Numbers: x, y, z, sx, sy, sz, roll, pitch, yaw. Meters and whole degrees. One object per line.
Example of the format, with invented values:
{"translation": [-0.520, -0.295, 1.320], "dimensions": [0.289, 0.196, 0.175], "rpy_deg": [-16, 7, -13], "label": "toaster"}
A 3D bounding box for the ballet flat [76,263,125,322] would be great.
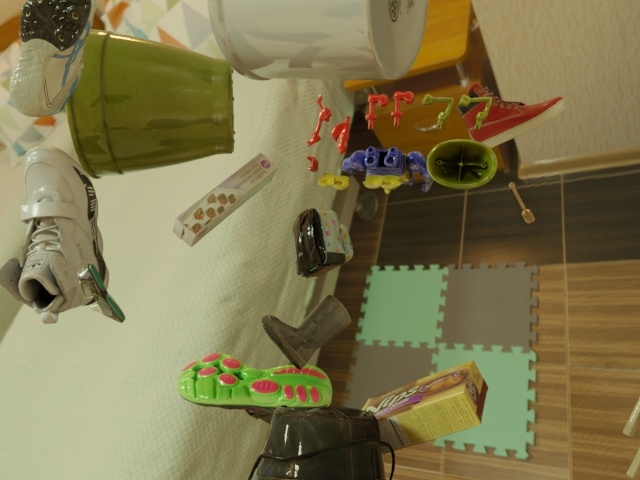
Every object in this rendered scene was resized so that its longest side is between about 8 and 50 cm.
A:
{"translation": [-0.372, 0.094, 0.825], "dimensions": [0.041, 0.114, 0.041], "rpy_deg": [-27, 9, 5], "label": "ballet flat"}

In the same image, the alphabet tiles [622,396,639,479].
{"translation": [0.564, 0.199, 0.713], "dimensions": [0.011, 0.285, 0.342], "rpy_deg": [30, 98, 61], "label": "alphabet tiles"}

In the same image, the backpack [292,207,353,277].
{"translation": [0.000, 0.000, 1.445], "dimensions": [0.166, 0.145, 0.188], "rpy_deg": [-34, 67, 49], "label": "backpack"}

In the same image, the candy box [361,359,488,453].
{"translation": [0.141, 0.244, 0.709], "dimensions": [0.187, 0.109, 0.053], "rpy_deg": [-28, 88, 26], "label": "candy box"}

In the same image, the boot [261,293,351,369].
{"translation": [-0.034, 0.215, 1.321], "dimensions": [0.208, 0.189, 0.076], "rpy_deg": [-42, 16, -25], "label": "boot"}

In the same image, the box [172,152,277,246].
{"translation": [-0.232, -0.108, 1.234], "dimensions": [0.324, 0.063, 0.067], "rpy_deg": [-47, -3, -38], "label": "box"}

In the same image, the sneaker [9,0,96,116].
{"translation": [-0.369, -0.268, 0.692], "dimensions": [0.237, 0.085, 0.086], "rpy_deg": [-39, 8, 37], "label": "sneaker"}

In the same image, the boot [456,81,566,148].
{"translation": [0.478, -0.349, 1.259], "dimensions": [0.244, 0.176, 0.088], "rpy_deg": [-22, 4, 39], "label": "boot"}

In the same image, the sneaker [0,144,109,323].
{"translation": [-0.555, -0.011, 1.015], "dimensions": [0.138, 0.365, 0.210], "rpy_deg": [-8, 14, 2], "label": "sneaker"}

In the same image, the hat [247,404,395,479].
{"translation": [-0.009, 0.284, 0.650], "dimensions": [0.332, 0.331, 0.133], "rpy_deg": [-17, 63, 23], "label": "hat"}

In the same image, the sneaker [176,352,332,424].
{"translation": [-0.208, 0.473, 1.487], "dimensions": [0.484, 0.202, 0.185], "rpy_deg": [6, 36, 11], "label": "sneaker"}

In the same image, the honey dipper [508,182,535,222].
{"translation": [0.631, -0.121, 1.550], "dimensions": [0.031, 0.160, 0.030], "rpy_deg": [-30, 26, 17], "label": "honey dipper"}

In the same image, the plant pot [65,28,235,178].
{"translation": [-0.396, -0.337, 1.244], "dimensions": [0.354, 0.366, 0.366], "rpy_deg": [-1, 50, -9], "label": "plant pot"}

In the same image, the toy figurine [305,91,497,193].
{"translation": [0.171, -0.185, 1.038], "dimensions": [0.363, 0.217, 0.191], "rpy_deg": [1, 87, 13], "label": "toy figurine"}

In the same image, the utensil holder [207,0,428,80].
{"translation": [0.002, -0.518, 1.090], "dimensions": [0.386, 0.327, 0.327], "rpy_deg": [14, 67, 30], "label": "utensil holder"}
